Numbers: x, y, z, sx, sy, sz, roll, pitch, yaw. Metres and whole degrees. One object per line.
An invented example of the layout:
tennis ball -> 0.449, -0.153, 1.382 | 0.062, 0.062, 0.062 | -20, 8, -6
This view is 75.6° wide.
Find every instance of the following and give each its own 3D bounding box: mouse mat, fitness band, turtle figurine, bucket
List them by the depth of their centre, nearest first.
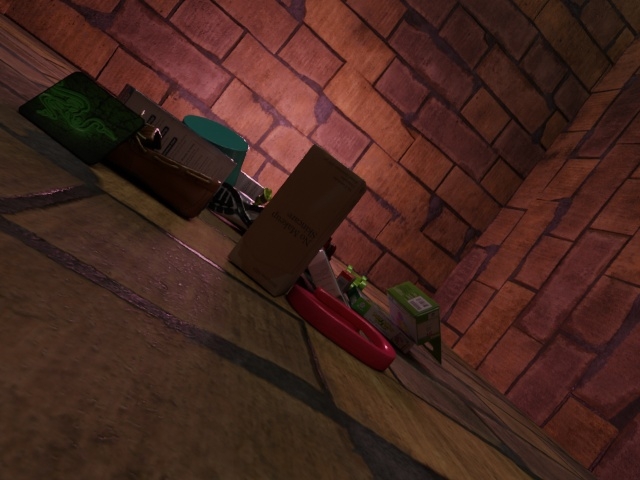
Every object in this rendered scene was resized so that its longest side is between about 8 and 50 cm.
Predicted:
mouse mat -> -0.477, -0.251, 0.834 | 0.190, 0.152, 0.007 | 36, -27, 1
fitness band -> 0.049, 0.197, 0.966 | 0.291, 0.054, 0.209 | 36, 5, -9
bucket -> -0.402, -0.305, 1.465 | 0.281, 0.183, 0.281 | 25, 23, -12
turtle figurine -> -0.263, -0.132, 1.603 | 0.217, 0.087, 0.269 | -19, -57, 37

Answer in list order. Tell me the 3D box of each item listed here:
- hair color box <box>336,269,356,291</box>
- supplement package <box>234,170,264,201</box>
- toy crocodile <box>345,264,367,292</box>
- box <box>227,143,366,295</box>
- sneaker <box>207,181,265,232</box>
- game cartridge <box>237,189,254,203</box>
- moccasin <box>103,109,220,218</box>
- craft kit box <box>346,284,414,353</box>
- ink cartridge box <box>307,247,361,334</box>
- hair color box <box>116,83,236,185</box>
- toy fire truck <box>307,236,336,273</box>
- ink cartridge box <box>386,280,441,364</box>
hair color box -> 0.087, 0.165, 1.592 | 0.053, 0.093, 0.167 | 38, 2, 12
supplement package -> -0.393, -0.256, 2.010 | 0.194, 0.149, 0.203 | 39, 3, 34
toy crocodile -> 0.146, 0.197, 1.946 | 0.115, 0.105, 0.340 | 38, 7, 3
box -> -0.047, -0.040, 0.921 | 0.148, 0.311, 0.121 | 37, 2, 7
sneaker -> -0.269, -0.085, 1.352 | 0.300, 0.111, 0.121 | 34, -21, 11
game cartridge -> -0.280, -0.120, 1.866 | 0.196, 0.060, 0.294 | 34, -7, 28
moccasin -> -0.406, -0.211, 0.944 | 0.380, 0.147, 0.139 | 37, 2, -6
craft kit box -> 0.208, 0.277, 1.493 | 0.247, 0.061, 0.250 | 44, 2, -3
ink cartridge box -> 0.031, 0.148, 1.275 | 0.296, 0.066, 0.261 | -95, 161, -88
hair color box -> -0.431, -0.257, 1.171 | 0.347, 0.173, 0.105 | 35, 2, -45
toy fire truck -> 0.000, 0.000, 1.634 | 0.159, 0.246, 0.217 | 38, 3, 10
ink cartridge box -> 0.328, 0.300, 1.433 | 0.189, 0.097, 0.255 | -135, -150, -60
